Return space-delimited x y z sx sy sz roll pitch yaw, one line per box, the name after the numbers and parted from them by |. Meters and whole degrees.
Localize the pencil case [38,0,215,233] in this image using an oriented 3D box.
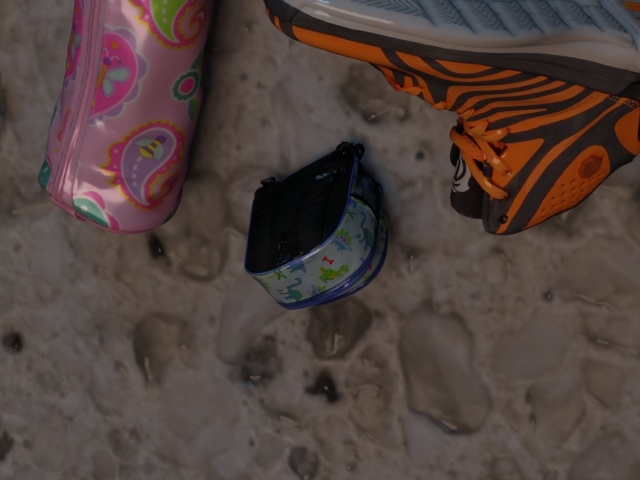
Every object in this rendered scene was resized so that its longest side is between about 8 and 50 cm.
-0.140 -0.149 1.083 0.124 0.124 0.284 21 120 11 | pencil case

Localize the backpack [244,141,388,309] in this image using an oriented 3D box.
0.000 0.000 1.099 0.105 0.114 0.084 -24 122 27 | backpack

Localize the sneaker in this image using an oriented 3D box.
0.097 -0.090 0.950 0.321 0.125 0.180 7 129 -23 | sneaker
